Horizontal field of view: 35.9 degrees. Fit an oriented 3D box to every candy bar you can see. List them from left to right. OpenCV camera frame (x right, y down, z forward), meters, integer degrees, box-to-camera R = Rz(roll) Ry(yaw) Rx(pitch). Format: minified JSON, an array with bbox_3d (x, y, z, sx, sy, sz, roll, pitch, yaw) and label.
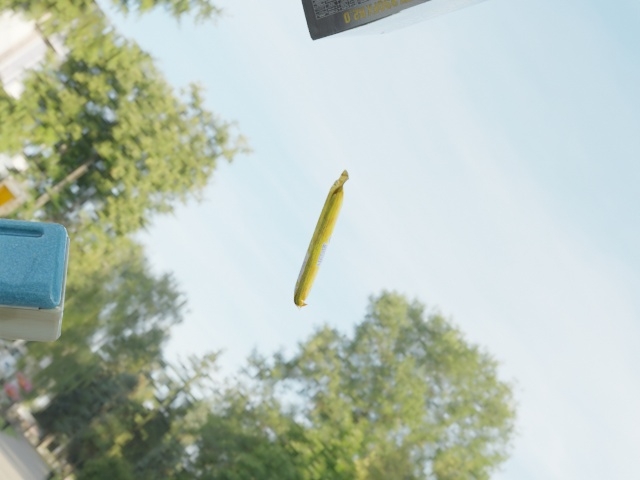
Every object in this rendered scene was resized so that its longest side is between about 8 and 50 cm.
[{"bbox_3d":[0.000,0.000,1.066,0.018,0.162,0.040,16,20,-10],"label":"candy bar"}]

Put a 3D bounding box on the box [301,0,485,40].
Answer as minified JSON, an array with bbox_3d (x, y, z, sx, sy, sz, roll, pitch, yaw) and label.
[{"bbox_3d":[0.121,-0.266,1.017,0.231,0.183,0.056,-12,-83,30],"label":"box"}]

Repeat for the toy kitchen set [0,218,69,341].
[{"bbox_3d":[-0.178,0.045,0.437,0.166,0.122,0.207,114,-23,-51],"label":"toy kitchen set"}]
